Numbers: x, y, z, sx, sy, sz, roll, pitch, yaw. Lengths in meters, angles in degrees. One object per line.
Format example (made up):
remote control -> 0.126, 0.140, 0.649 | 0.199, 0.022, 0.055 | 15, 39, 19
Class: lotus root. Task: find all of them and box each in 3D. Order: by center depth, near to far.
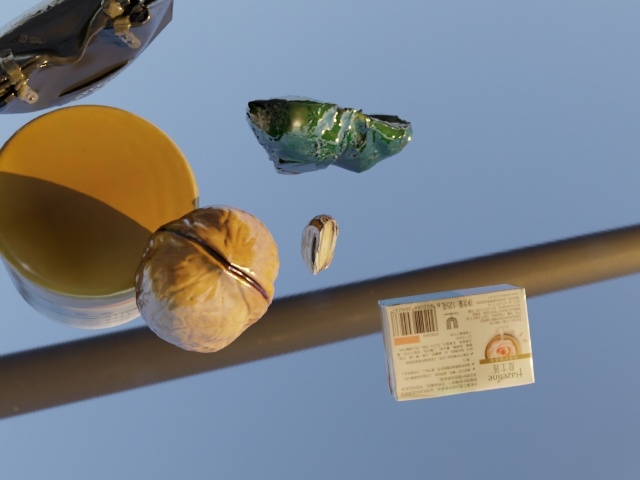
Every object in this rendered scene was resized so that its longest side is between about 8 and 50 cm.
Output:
lotus root -> -0.002, -0.001, 0.869 | 0.030, 0.083, 0.037 | 36, -129, 25

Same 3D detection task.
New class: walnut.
walnut -> -0.114, 0.035, 0.757 | 0.144, 0.180, 0.144 | 6, -109, -18

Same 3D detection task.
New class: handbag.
handbag -> -0.354, -0.286, 1.092 | 0.342, 0.152, 0.288 | -31, -157, 2

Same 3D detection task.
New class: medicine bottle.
medicine bottle -> -0.286, -0.018, 0.955 | 0.238, 0.232, 0.237 | 5, -108, -15

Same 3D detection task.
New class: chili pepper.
chili pepper -> 0.013, -0.152, 1.148 | 0.148, 0.265, 0.116 | 11, -84, 55

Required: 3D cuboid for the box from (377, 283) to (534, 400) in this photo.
box -> 0.187, 0.139, 1.048 | 0.199, 0.081, 0.135 | -6, -88, -1
